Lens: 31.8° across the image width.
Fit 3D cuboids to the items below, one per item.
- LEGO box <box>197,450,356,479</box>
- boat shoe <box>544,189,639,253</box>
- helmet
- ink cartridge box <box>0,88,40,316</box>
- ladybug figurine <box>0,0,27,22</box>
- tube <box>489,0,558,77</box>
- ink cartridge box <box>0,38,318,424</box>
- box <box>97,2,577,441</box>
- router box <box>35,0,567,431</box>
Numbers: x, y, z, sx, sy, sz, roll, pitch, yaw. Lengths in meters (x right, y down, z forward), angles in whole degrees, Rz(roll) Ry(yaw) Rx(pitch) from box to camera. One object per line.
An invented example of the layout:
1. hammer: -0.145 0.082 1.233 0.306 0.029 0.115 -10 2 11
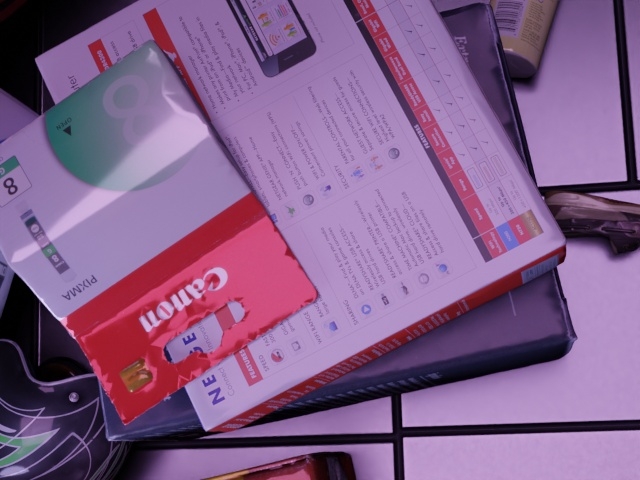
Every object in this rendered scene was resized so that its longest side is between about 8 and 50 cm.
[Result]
1. LEGO box: -0.181 0.424 0.990 0.500 0.193 0.372 -15 78 7
2. boat shoe: 0.283 -0.011 1.055 0.152 0.056 0.049 12 88 22
3. helmet: -0.260 0.180 1.065 0.161 0.169 0.169 31 87 24
4. ink cartridge box: -0.420 0.058 0.968 0.166 0.285 0.395 34 121 13
5. ladybug figurine: -0.362 -0.289 1.089 0.162 0.305 0.449 47 65 -9
6. tube: 0.214 -0.280 1.111 0.062 0.070 0.240 2 72 49
7. ink cartridge box: -0.136 -0.006 0.826 0.181 0.056 0.224 -34 75 5
8. box: 0.000 0.000 1.020 0.395 0.212 0.293 -13 78 9
9. router box: -0.020 -0.066 0.884 0.301 0.082 0.335 -27 77 5
